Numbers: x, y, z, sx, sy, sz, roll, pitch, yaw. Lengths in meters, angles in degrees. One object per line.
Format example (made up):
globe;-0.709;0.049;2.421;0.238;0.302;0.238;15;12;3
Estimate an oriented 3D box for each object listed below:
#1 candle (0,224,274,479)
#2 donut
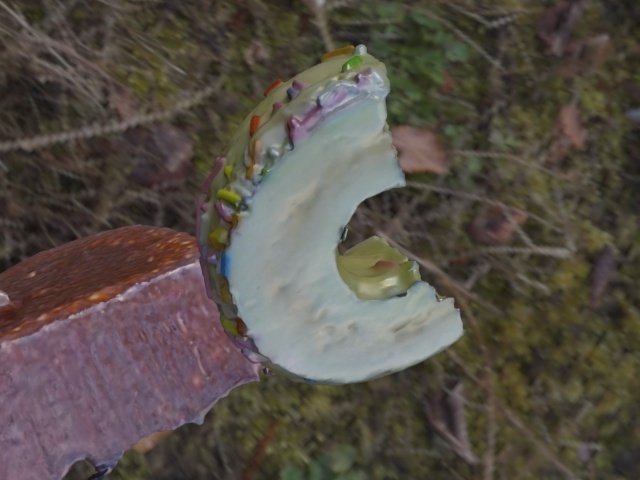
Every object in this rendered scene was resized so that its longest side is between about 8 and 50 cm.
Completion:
candle;-0.170;0.072;1.037;0.317;0.287;0.131;-40;111;-56
donut;-0.005;0.000;0.775;0.108;0.065;0.166;-25;128;-9
